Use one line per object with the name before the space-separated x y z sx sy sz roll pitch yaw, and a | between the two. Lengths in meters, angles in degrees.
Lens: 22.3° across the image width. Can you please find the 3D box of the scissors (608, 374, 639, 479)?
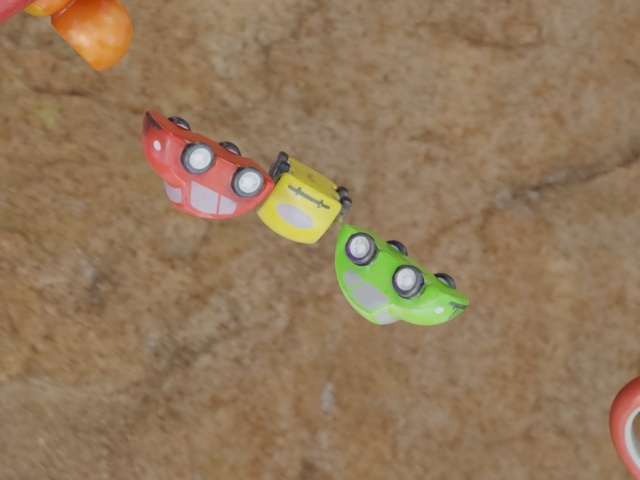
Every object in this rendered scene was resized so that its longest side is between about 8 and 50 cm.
scissors | 0.180 0.172 0.857 0.109 0.021 0.297 6 129 -4

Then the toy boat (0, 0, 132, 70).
toy boat | -0.195 -0.181 1.152 0.231 0.151 0.151 -28 119 26

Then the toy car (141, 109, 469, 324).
toy car | 0.000 0.000 1.116 0.053 0.225 0.239 -59 154 9
